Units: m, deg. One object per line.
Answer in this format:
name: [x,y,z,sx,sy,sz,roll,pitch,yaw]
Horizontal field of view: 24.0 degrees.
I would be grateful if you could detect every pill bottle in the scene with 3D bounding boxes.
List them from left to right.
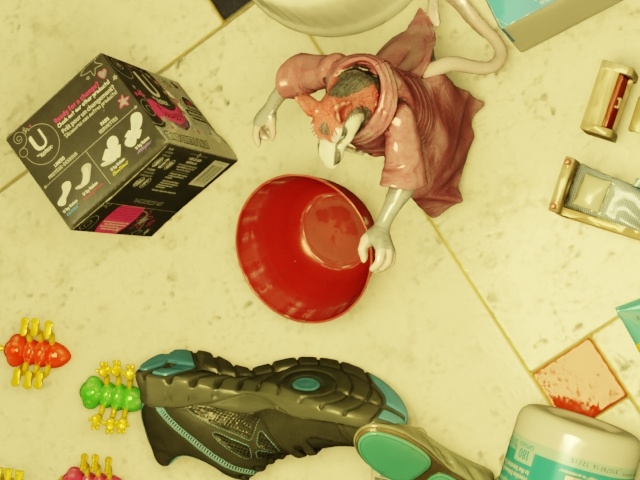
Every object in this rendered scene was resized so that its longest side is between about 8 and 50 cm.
pill bottle: [0.260,0.328,1.704,0.146,0.146,0.264,17,92,16]

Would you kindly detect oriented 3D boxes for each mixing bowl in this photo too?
mixing bowl: [0.000,0.000,1.804,0.181,0.098,0.181,8,107,26]

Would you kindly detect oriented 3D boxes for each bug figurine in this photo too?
bug figurine: [-0.336,0.245,1.919,0.216,0.072,0.279,11,86,10]

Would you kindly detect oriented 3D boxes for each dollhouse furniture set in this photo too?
dollhouse furniture set: [0.352,-0.099,1.700,0.129,0.129,0.184,18,93,16]

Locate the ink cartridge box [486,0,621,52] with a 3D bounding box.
ink cartridge box: [0.242,-0.365,1.719,0.168,0.171,0.233,-26,82,14]

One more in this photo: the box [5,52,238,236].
box: [-0.232,-0.111,1.808,0.163,0.247,0.142,-40,79,11]

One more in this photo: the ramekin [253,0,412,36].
ramekin: [0.000,-0.392,1.810,0.277,0.135,0.277,-1,88,16]

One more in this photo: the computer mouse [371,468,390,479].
computer mouse: [0.094,0.328,1.809,0.106,0.042,0.193,12,97,21]

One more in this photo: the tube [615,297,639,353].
tube: [0.413,0.157,1.721,0.080,0.052,0.207,-21,77,3]

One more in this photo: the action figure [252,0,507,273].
action figure: [0.087,-0.138,1.652,0.248,0.370,0.276,46,102,14]

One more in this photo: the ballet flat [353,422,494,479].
ballet flat: [0.120,0.255,1.742,0.213,0.068,0.072,35,123,-24]

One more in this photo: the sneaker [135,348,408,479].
sneaker: [-0.057,0.219,1.832,0.341,0.125,0.140,6,110,19]
